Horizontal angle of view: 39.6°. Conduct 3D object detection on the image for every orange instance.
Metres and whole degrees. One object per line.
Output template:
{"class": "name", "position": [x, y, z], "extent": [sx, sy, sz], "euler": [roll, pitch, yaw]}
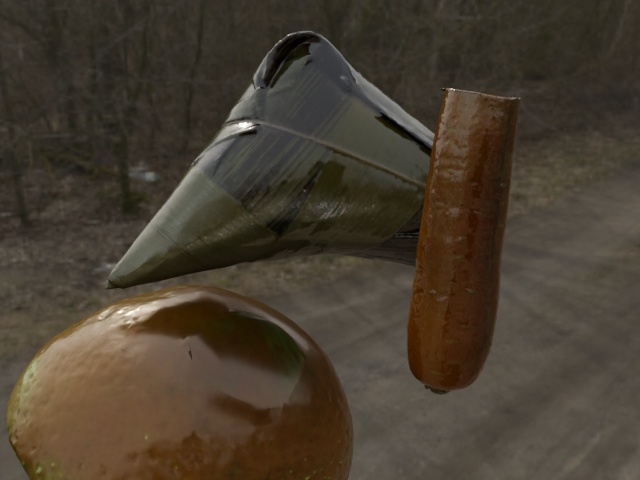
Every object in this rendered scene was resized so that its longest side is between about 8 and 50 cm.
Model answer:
{"class": "orange", "position": [-0.114, 0.154, 0.814], "extent": [0.334, 0.196, 0.262], "euler": [-6, 35, -38]}

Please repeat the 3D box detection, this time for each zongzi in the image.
{"class": "zongzi", "position": [0.000, 0.000, 0.842], "extent": [0.289, 0.317, 0.154], "euler": [37, -18, -7]}

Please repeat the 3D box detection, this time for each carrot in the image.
{"class": "carrot", "position": [0.100, 0.006, 0.639], "extent": [0.067, 0.225, 0.067], "euler": [5, 10, -1]}
